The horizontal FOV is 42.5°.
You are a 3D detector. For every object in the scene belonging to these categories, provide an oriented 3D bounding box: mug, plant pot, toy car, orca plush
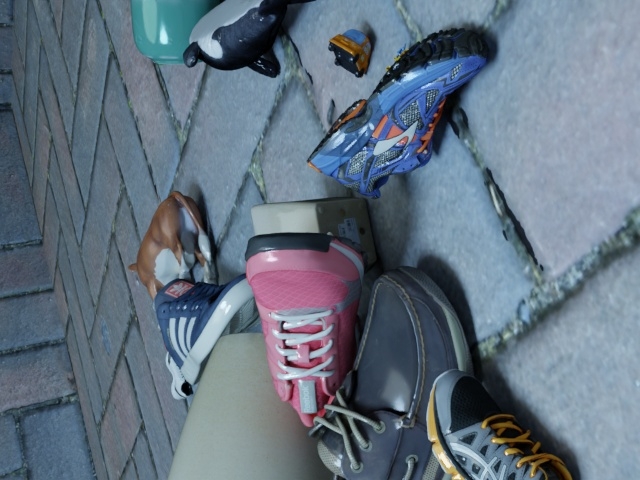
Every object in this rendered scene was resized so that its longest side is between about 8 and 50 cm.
[{"bbox_3d":[-0.204,-0.317,1.228,0.130,0.158,0.097,13,112,36],"label":"mug"},{"bbox_3d":[-0.076,0.261,1.033,0.256,0.257,0.273,146,128,-62],"label":"plant pot"},{"bbox_3d":[0.061,-0.184,0.838,0.122,0.060,0.040,31,83,37],"label":"toy car"},{"bbox_3d":[0.000,0.000,0.927,0.096,0.109,0.108,-17,83,53],"label":"plant pot"},{"bbox_3d":[-0.076,-0.262,1.053,0.287,0.102,0.151,-10,44,54],"label":"orca plush"}]

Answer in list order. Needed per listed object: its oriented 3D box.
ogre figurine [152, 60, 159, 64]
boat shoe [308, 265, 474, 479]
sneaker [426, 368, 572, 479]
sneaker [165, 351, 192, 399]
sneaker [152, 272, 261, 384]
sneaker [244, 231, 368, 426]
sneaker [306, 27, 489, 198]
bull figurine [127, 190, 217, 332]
[{"bbox_3d":[-0.265,-0.399,1.346,0.118,0.097,0.197,102,-178,-60],"label":"ogre figurine"},{"bbox_3d":[0.065,0.203,0.818,0.132,0.130,0.355,28,123,58],"label":"boat shoe"},{"bbox_3d":[0.165,0.196,0.689,0.083,0.084,0.214,-53,53,39],"label":"sneaker"},{"bbox_3d":[-0.278,0.264,1.647,0.044,0.040,0.109,-8,94,48],"label":"sneaker"},{"bbox_3d":[-0.183,0.107,1.259,0.148,0.131,0.350,53,147,9],"label":"sneaker"},{"bbox_3d":[-0.004,0.102,0.845,0.313,0.116,0.136,75,-165,-59],"label":"sneaker"},{"bbox_3d":[0.081,-0.113,0.763,0.087,0.083,0.221,40,140,-11],"label":"sneaker"},{"bbox_3d":[-0.270,0.044,1.486,0.188,0.101,0.310,64,152,23],"label":"bull figurine"}]
